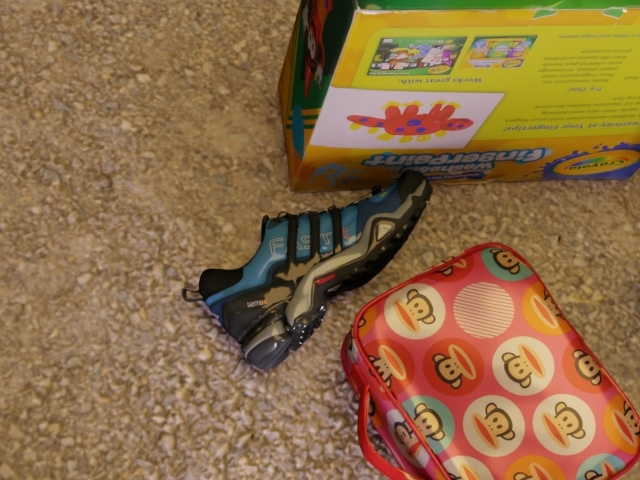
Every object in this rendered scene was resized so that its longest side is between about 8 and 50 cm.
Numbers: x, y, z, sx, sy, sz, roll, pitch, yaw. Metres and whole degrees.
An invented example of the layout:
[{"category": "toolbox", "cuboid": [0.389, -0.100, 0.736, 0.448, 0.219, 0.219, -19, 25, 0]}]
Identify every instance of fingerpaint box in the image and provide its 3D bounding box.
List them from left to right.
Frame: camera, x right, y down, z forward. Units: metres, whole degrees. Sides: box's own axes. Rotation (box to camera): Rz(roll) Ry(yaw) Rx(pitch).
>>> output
[{"category": "fingerpaint box", "cuboid": [0.201, -0.211, 1.250, 0.444, 0.371, 0.163, -3, 66, -12]}]

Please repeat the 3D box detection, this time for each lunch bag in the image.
[{"category": "lunch bag", "cuboid": [0.159, 0.170, 1.171, 0.258, 0.120, 0.293, -26, 71, -20]}]

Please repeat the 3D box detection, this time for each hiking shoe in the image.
[{"category": "hiking shoe", "cuboid": [0.000, 0.000, 1.248, 0.132, 0.113, 0.304, 44, 64, 11]}]
